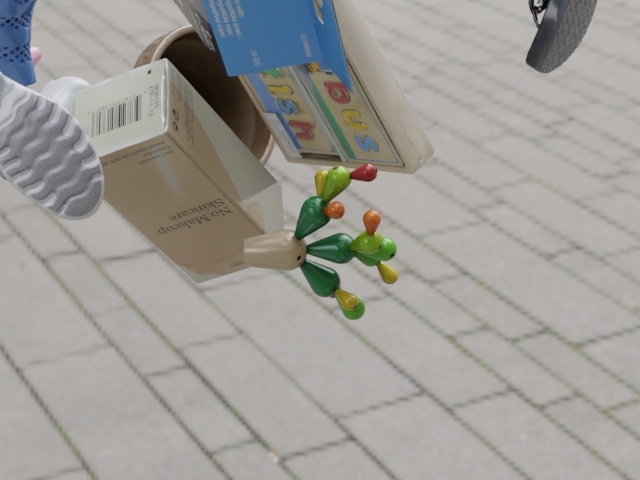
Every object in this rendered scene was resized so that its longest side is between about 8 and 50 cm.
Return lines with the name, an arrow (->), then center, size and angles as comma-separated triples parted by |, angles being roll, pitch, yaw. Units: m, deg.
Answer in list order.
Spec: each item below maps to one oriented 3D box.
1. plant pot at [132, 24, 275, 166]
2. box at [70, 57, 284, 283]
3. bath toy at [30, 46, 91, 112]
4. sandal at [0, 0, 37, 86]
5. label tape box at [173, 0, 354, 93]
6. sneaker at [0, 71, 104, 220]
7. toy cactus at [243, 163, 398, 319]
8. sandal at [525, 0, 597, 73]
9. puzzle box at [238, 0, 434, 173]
plant pot -> -0.235, -0.194, 2.362 | 0.263, 0.263, 0.229 | -25, 9, -41
box -> -0.177, -0.081, 1.887 | 0.148, 0.311, 0.121 | -19, 53, 20
bath toy -> -0.493, -0.241, 2.153 | 0.348, 0.151, 0.129 | 33, 41, 1
sandal -> -0.421, -0.252, 1.939 | 0.138, 0.317, 0.126 | 44, 39, 9
label tape box -> -0.105, -0.308, 1.549 | 0.106, 0.240, 0.333 | -28, 51, -9
sneaker -> -0.355, -0.126, 1.719 | 0.281, 0.115, 0.105 | 44, 75, 10
toy cactus -> 0.000, 0.000, 1.749 | 0.181, 0.219, 0.112 | -3, 46, 4
sandal -> 0.253, -0.289, 1.470 | 0.055, 0.254, 0.097 | 19, 2, 24
puzzle box -> -0.037, -0.265, 1.947 | 0.272, 0.409, 0.052 | 8, 47, 50
